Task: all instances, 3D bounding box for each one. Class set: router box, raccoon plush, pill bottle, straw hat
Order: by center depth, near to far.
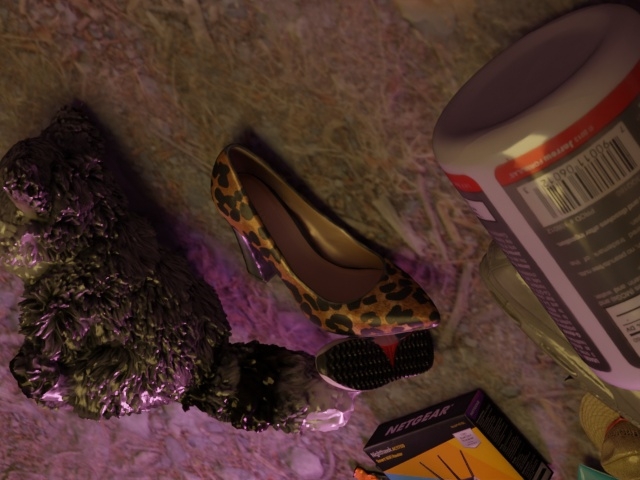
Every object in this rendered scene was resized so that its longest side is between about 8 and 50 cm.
[{"bbox_3d":[0.275,-0.004,1.534,0.210,0.210,0.363,-18,117,45],"label":"pill bottle"},{"bbox_3d":[0.321,0.213,1.830,0.144,0.061,0.144,20,138,19],"label":"straw hat"},{"bbox_3d":[-0.166,0.022,1.958,0.446,0.216,0.299,5,123,0],"label":"raccoon plush"},{"bbox_3d":[0.152,0.246,1.996,0.133,0.046,0.179,48,139,-13],"label":"router box"}]

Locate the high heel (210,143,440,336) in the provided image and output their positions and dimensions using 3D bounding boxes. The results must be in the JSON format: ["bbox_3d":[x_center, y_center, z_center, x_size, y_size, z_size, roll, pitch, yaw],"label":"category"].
[{"bbox_3d":[0.000,0.000,1.824,0.261,0.093,0.186,20,145,33],"label":"high heel"}]

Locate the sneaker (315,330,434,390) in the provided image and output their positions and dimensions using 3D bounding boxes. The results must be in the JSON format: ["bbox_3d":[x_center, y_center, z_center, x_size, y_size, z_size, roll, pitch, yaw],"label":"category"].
[{"bbox_3d":[0.043,0.126,1.886,0.075,0.161,0.057,-6,91,47],"label":"sneaker"}]

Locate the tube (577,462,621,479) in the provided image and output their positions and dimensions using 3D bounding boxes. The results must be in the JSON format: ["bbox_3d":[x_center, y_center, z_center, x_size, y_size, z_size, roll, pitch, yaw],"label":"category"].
[{"bbox_3d":[0.302,0.325,1.969,0.080,0.052,0.207,16,132,8],"label":"tube"}]

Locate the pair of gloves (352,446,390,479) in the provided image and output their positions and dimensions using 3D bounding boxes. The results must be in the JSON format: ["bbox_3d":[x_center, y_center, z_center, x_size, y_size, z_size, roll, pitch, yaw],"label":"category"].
[{"bbox_3d":[0.077,0.277,2.109,0.074,0.010,0.083,30,139,8],"label":"pair of gloves"}]

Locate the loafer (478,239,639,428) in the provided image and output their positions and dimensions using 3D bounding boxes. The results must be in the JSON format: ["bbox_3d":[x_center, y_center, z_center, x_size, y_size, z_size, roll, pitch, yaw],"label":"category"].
[{"bbox_3d":[0.286,0.105,1.720,0.319,0.112,0.111,46,146,1],"label":"loafer"}]
